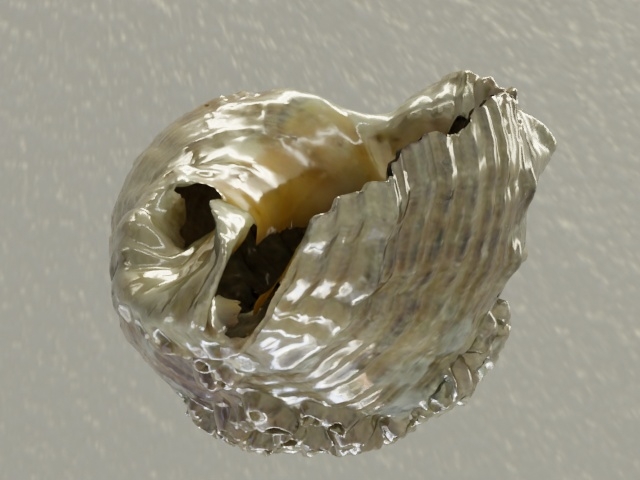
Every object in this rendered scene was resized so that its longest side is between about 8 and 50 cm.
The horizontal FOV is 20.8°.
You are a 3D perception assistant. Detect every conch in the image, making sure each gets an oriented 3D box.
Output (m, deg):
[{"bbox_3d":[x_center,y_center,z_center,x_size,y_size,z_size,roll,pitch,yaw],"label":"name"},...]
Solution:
[{"bbox_3d":[0.000,0.000,0.649,0.163,0.245,0.178,43,-81,4],"label":"conch"}]
